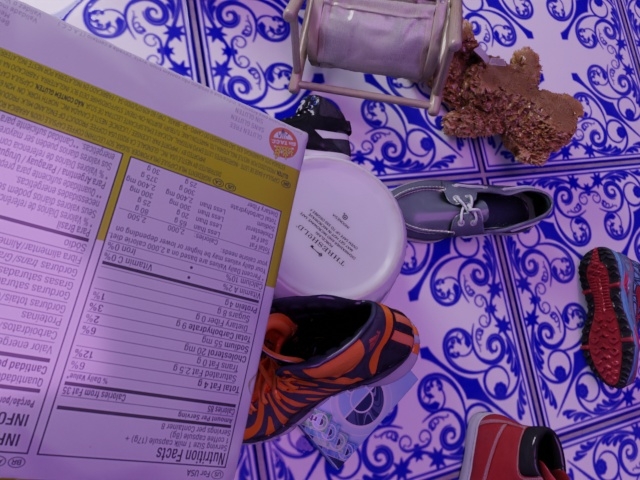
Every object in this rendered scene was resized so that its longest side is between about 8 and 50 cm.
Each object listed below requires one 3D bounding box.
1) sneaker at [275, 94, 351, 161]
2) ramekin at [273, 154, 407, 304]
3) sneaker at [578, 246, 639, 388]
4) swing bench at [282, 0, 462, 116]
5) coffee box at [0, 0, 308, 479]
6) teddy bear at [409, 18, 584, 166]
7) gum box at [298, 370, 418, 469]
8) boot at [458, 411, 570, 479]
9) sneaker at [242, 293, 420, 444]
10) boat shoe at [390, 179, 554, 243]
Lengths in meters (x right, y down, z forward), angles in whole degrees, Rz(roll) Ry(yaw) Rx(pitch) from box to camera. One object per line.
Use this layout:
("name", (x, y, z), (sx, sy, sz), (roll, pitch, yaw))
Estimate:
("sneaker", (-0.053, -0.183, 0.769), (0.217, 0.079, 0.121), (8, 73, -25))
("ramekin", (0.000, 0.000, 0.695), (0.273, 0.127, 0.272), (4, 70, -12))
("sneaker", (0.572, 0.144, 0.894), (0.125, 0.104, 0.261), (10, 77, -19))
("swing bench", (0.094, -0.365, 0.766), (0.254, 0.165, 0.254), (11, 66, 4))
("coffee box", (-0.265, 0.024, 0.480), (0.338, 0.338, 0.334), (19, 73, -28))
("teddy bear", (0.315, -0.279, 0.903), (0.338, 0.113, 0.245), (21, 66, -6))
("gum box", (0.035, 0.218, 0.731), (0.184, 0.041, 0.157), (-40, 93, -21))
("boot", (0.286, 0.393, 0.709), (0.089, 0.176, 0.244), (14, 77, -17))
("sneaker", (-0.051, 0.148, 0.581), (0.321, 0.180, 0.124), (-32, 54, 15))
("boat shoe", (0.255, -0.059, 0.829), (0.320, 0.099, 0.116), (0, 80, -19))
